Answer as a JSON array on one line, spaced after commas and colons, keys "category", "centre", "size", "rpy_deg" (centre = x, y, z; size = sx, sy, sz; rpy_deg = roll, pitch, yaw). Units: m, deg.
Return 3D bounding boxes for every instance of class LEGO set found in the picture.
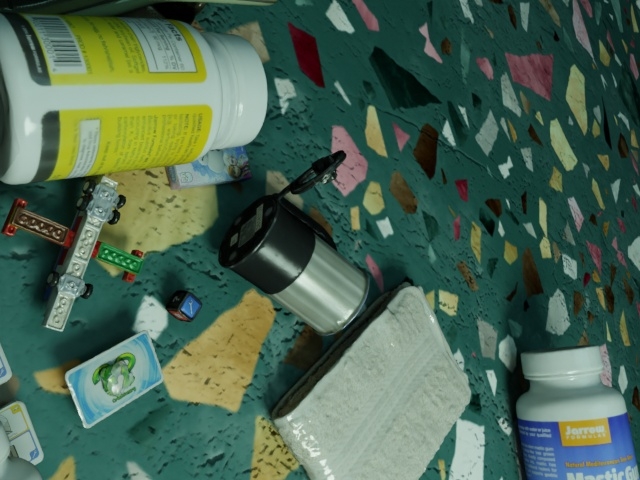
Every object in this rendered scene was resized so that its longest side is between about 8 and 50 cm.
[{"category": "LEGO set", "centre": [-0.208, 0.058, 0.471], "size": [0.244, 0.060, 0.183], "rpy_deg": [-29, 110, -43]}]

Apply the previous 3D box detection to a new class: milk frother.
[{"category": "milk frother", "centre": [0.000, 0.000, 0.609], "size": [0.134, 0.143, 0.129], "rpy_deg": [39, 47, -29]}]

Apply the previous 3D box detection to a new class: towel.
[{"category": "towel", "centre": [0.077, 0.184, 0.702], "size": [0.282, 0.049, 0.187], "rpy_deg": [-40, 106, -43]}]

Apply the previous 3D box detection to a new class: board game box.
[{"category": "board game box", "centre": [-0.116, -0.099, 0.608], "size": [0.090, 0.020, 0.090], "rpy_deg": [-14, 89, -45]}]

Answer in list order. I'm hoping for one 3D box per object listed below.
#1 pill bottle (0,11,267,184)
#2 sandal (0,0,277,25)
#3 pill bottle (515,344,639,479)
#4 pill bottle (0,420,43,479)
[{"category": "pill bottle", "centre": [-0.153, -0.115, 0.491], "size": [0.208, 0.119, 0.119], "rpy_deg": [-14, 88, -40]}, {"category": "sandal", "centre": [-0.175, -0.225, 0.545], "size": [0.302, 0.086, 0.120], "rpy_deg": [-20, 67, -29]}, {"category": "pill bottle", "centre": [0.368, 0.293, 0.889], "size": [0.152, 0.152, 0.272], "rpy_deg": [2, 77, -45]}, {"category": "pill bottle", "centre": [-0.204, 0.192, 0.376], "size": [0.086, 0.086, 0.152], "rpy_deg": [-25, 105, -46]}]
